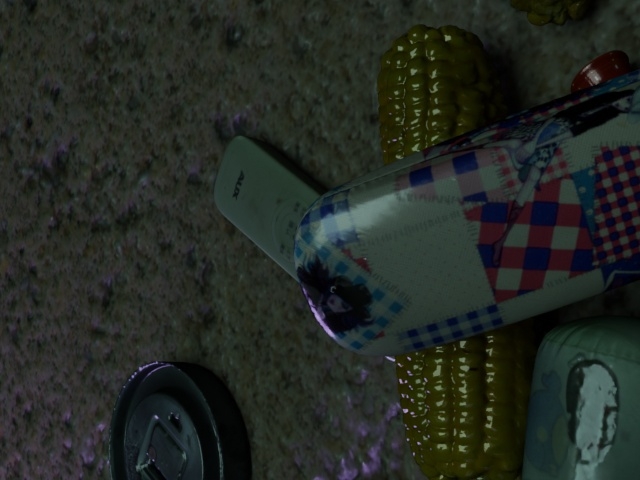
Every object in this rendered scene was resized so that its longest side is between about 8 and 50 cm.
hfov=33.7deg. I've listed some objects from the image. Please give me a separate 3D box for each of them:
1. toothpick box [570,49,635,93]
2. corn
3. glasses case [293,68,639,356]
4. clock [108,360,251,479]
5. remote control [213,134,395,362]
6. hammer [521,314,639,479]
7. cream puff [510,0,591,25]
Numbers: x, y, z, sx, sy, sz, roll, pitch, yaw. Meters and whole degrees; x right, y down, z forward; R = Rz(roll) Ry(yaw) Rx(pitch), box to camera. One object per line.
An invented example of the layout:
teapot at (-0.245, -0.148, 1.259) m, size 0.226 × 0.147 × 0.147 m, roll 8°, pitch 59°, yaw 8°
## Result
toothpick box at (0.217, -0.088, 0.740) m, size 0.047 × 0.047 × 0.083 m, roll -49°, pitch 57°, yaw 35°
corn at (0.106, 0.016, 0.803) m, size 0.120 × 0.120 × 0.363 m, roll -11°, pitch 83°, yaw 46°
glasses case at (0.141, -0.018, 0.686) m, size 0.327 × 0.076 × 0.125 m, roll -20°, pitch 114°, yaw 11°
clock at (-0.155, 0.236, 1.138) m, size 0.215 × 0.042 × 0.215 m, roll -1°, pitch 89°, yaw 47°
remote control at (-0.001, 0.001, 0.979) m, size 0.309 × 0.038 × 0.090 m, roll 41°, pitch 119°, yaw 39°
hammer at (0.276, 0.166, 0.637) m, size 0.335 × 0.119 × 0.206 m, roll 9°, pitch 98°, yaw 40°
cream puff at (0.175, -0.200, 0.783) m, size 0.058 × 0.083 × 0.083 m, roll 75°, pitch 179°, yaw -87°
